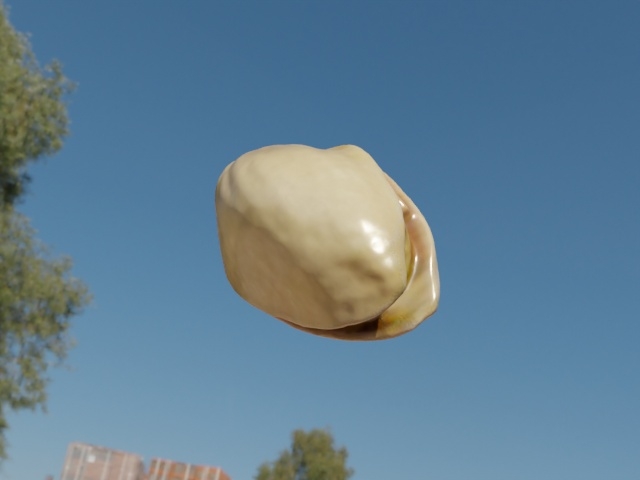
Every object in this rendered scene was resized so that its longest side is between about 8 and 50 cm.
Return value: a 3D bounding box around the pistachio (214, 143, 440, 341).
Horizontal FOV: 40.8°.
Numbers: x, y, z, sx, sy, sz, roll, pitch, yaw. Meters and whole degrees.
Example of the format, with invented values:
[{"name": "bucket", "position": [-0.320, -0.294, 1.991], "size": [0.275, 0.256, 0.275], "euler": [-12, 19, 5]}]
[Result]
[{"name": "pistachio", "position": [0.000, 0.000, 0.943], "size": [0.193, 0.214, 0.318], "euler": [41, 0, -41]}]
